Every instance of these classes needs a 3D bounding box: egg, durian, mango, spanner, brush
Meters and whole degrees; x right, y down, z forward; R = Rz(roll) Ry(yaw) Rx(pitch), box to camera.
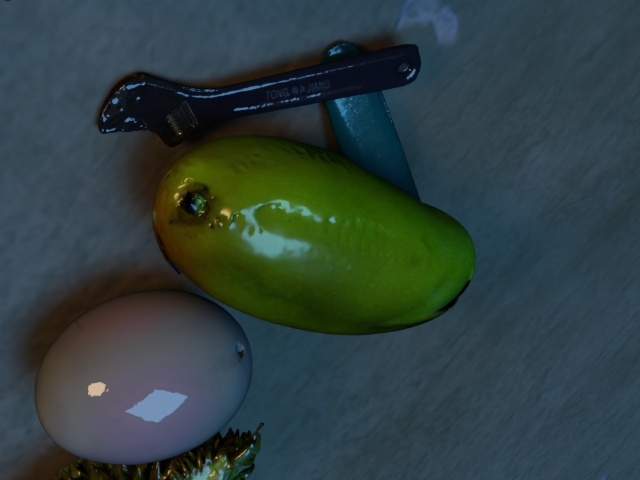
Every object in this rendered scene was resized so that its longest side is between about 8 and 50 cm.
[{"bbox_3d":[-0.106,0.082,0.652,0.135,0.103,0.103,-14,130,-27],"label":"egg"},{"bbox_3d":[-0.137,0.186,0.721,0.221,0.095,0.137,-35,173,-14],"label":"durian"},{"bbox_3d":[0.000,0.000,0.654,0.233,0.125,0.111,10,109,-42],"label":"mango"},{"bbox_3d":[-0.030,-0.090,0.632,0.209,0.012,0.046,-14,127,-22],"label":"spanner"},{"bbox_3d":[0.034,-0.050,0.718,0.043,0.032,0.193,-29,124,-10],"label":"brush"}]
